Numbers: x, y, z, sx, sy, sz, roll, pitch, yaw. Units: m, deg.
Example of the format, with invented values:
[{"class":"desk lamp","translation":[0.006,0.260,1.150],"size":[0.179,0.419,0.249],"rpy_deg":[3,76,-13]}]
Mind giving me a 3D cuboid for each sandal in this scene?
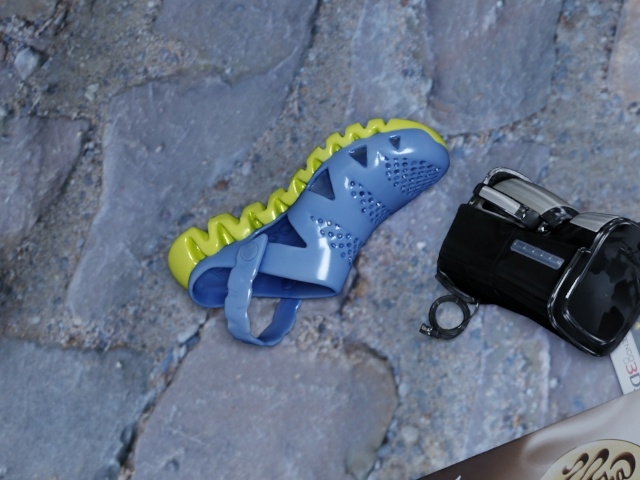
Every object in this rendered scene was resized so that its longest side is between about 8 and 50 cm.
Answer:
[{"class":"sandal","translation":[0.000,0.000,1.940],"size":[0.317,0.126,0.138],"rpy_deg":[-35,52,20]}]

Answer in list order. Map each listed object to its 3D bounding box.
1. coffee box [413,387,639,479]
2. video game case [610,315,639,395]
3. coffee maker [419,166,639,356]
[{"class":"coffee box","translation":[0.192,0.260,1.640],"size":[0.297,0.119,0.168],"rpy_deg":[-24,52,18]},{"class":"video game case","translation":[0.345,0.074,1.725],"size":[0.190,0.022,0.173],"rpy_deg":[-27,51,16]},{"class":"coffee maker","translation":[0.200,0.038,1.775],"size":[0.178,0.120,0.171],"rpy_deg":[30,108,54]}]
